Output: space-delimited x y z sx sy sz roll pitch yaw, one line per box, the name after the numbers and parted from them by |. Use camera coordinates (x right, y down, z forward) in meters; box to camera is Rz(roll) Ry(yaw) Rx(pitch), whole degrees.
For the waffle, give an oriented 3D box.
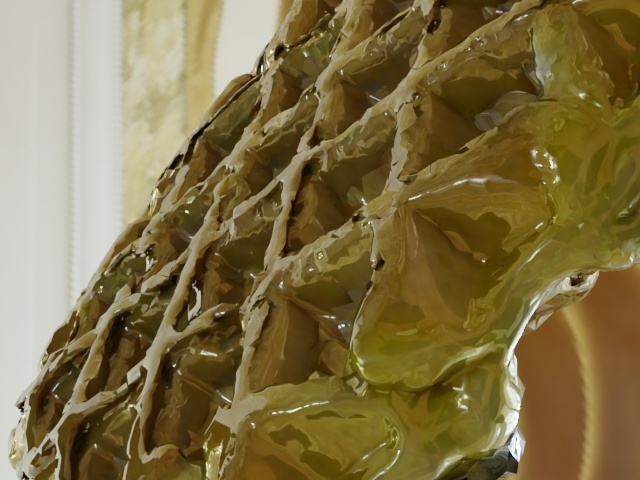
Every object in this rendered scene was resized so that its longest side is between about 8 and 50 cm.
0.000 0.000 0.675 0.095 0.379 0.382 36 -99 -20 | waffle
